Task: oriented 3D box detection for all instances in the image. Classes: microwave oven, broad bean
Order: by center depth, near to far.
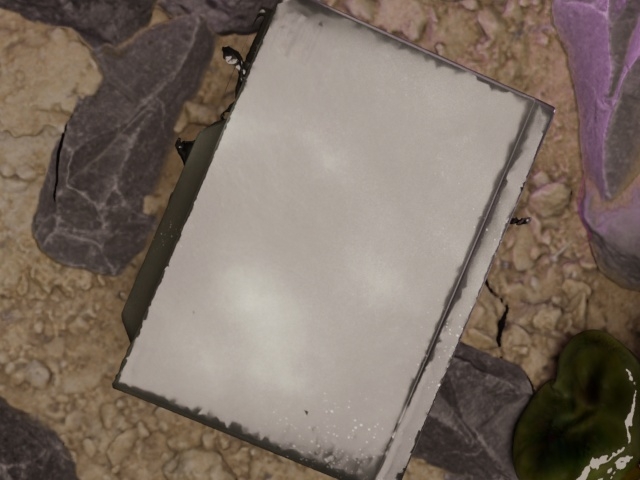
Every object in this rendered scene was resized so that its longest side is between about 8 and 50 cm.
[{"bbox_3d":[0.000,0.000,1.099,0.374,0.236,0.432,24,89,-6],"label":"microwave oven"},{"bbox_3d":[0.316,0.212,1.196,0.072,0.153,0.207,29,83,-50],"label":"broad bean"}]

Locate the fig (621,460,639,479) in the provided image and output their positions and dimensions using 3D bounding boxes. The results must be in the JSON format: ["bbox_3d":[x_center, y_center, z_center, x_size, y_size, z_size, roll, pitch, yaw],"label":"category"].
[{"bbox_3d":[0.365,0.260,1.215,0.074,0.088,0.074,-1,91,-22],"label":"fig"}]
